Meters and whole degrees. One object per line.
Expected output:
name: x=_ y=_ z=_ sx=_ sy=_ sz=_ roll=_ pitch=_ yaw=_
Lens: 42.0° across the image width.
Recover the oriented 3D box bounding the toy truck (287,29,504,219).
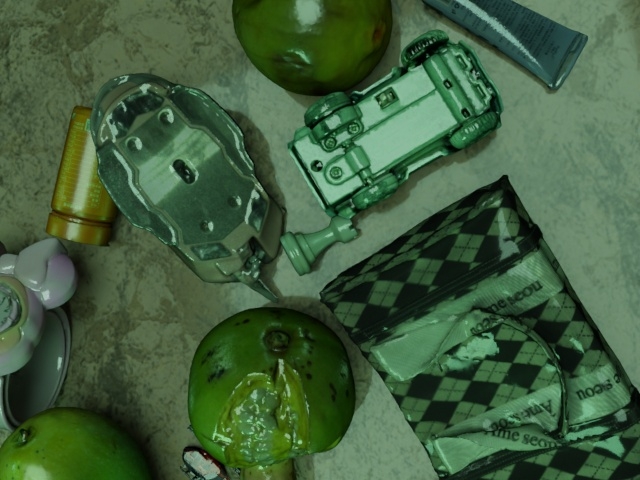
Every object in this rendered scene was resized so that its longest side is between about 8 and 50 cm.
toy truck: x=0.100 y=-0.151 z=1.119 sx=0.278 sy=0.156 sz=0.155 roll=-31 pitch=86 yaw=4

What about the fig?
fig: x=-0.022 y=-0.294 z=1.117 sx=0.230 sy=0.207 sz=0.207 roll=3 pitch=91 yaw=15

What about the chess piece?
chess piece: x=0.000 y=0.000 z=1.191 sx=0.103 sy=0.067 sz=0.067 roll=-28 pitch=86 yaw=-1

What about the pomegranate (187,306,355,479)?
pomegranate: x=-0.066 y=0.238 z=1.138 sx=0.235 sy=0.236 sz=0.302 roll=7 pitch=118 yaw=9

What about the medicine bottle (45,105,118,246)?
medicine bottle: x=-0.336 y=-0.094 z=1.226 sx=0.096 sy=0.096 sz=0.192 roll=14 pitch=92 yaw=9

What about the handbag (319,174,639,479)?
handbag: x=0.215 y=0.169 z=1.110 sx=0.316 sy=0.180 sz=0.416 roll=-32 pitch=91 yaw=16

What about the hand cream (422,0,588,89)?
hand cream: x=0.238 y=-0.305 z=1.151 sx=0.256 sy=0.055 sz=0.088 roll=30 pitch=87 yaw=6

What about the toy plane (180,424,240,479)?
toy plane: x=-0.154 y=0.340 z=1.230 sx=0.145 sy=0.037 sz=0.060 roll=36 pitch=86 yaw=12

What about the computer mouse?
computer mouse: x=-0.175 y=-0.070 z=1.194 sx=0.199 sy=0.115 sz=0.389 roll=-40 pitch=104 yaw=-7

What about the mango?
mango: x=-0.327 y=0.409 z=1.174 sx=0.201 sy=0.225 sz=0.382 roll=-9 pitch=107 yaw=23

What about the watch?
watch: x=-0.459 y=0.144 z=1.206 sx=0.210 sy=0.218 sz=0.248 roll=8 pitch=50 yaw=8
